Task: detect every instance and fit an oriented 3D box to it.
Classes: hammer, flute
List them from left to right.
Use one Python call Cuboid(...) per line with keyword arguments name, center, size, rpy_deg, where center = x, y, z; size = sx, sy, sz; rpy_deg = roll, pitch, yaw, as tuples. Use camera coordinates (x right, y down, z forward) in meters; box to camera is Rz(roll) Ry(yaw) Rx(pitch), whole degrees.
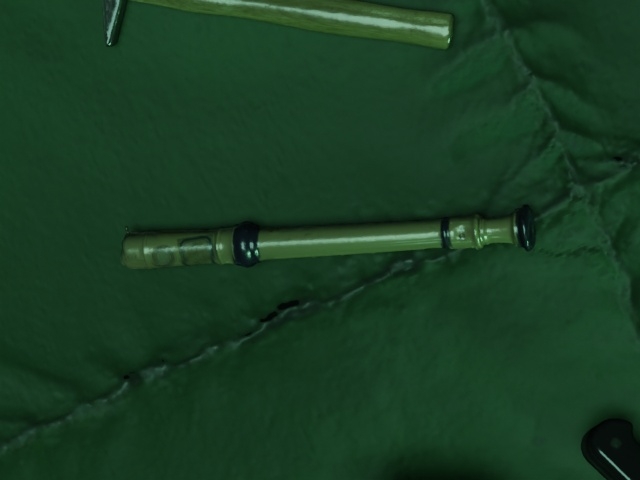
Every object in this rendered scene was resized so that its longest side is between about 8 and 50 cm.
Cuboid(name="hammer", center=(-0.026, -0.123, 0.945), size=(0.198, 0.013, 0.062), rpy_deg=(10, 102, 13))
Cuboid(name="flute", center=(0.000, 0.000, 0.953), size=(0.233, 0.027, 0.027), rpy_deg=(-3, 99, 14))

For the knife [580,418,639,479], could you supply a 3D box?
Cuboid(name="knife", center=(0.244, 0.170, 0.910), size=(0.245, 0.019, 0.072), rpy_deg=(43, 69, 10))
